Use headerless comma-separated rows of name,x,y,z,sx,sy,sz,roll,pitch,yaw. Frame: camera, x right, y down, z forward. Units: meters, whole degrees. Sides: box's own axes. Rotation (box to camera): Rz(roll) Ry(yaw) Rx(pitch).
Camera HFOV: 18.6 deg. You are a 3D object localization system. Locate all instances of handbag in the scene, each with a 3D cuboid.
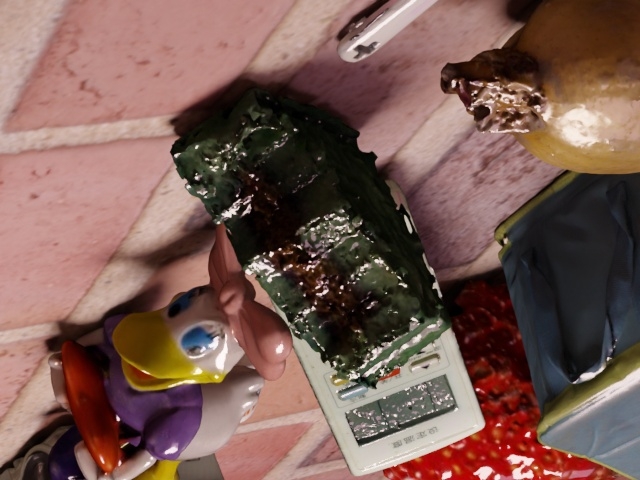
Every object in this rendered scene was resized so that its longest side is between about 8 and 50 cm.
handbag,0.307,0.063,1.805,0.222,0.241,0.263,19,139,-31

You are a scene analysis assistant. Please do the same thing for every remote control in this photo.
remote control,0.046,0.085,1.763,0.145,0.050,0.344,-22,137,2

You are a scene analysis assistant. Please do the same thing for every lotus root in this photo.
lotus root,0.242,-0.125,1.483,0.343,0.151,0.169,-11,155,-35

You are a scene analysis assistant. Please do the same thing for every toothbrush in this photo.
toothbrush,0.166,-0.231,1.312,0.418,0.040,0.042,-36,157,31

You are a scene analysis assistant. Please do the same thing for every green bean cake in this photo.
green bean cake,0.000,0.000,1.470,0.107,0.208,0.193,-32,159,14

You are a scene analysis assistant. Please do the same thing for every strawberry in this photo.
strawberry,0.175,0.177,2.010,0.261,0.257,0.261,-28,163,-9

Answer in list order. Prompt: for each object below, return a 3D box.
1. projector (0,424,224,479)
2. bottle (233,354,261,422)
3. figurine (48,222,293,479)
projector,-0.247,0.273,2.008,0.192,0.099,0.257,-3,152,-43
bottle,-0.087,0.143,1.917,0.060,0.060,0.217,-16,159,-17
figurine,-0.130,0.132,1.712,0.193,0.154,0.421,-15,156,-18
